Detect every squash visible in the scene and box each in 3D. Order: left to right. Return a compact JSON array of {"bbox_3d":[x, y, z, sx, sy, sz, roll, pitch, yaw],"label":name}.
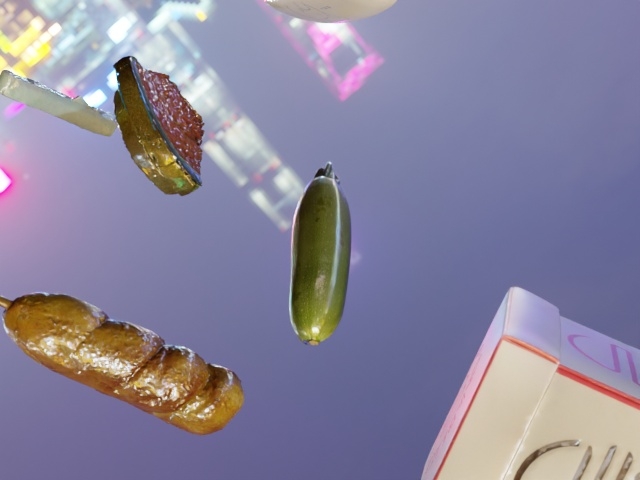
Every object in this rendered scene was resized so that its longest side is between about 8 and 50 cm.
[{"bbox_3d":[0.000,0.000,1.927,0.094,0.094,0.340,-27,-140,33],"label":"squash"}]

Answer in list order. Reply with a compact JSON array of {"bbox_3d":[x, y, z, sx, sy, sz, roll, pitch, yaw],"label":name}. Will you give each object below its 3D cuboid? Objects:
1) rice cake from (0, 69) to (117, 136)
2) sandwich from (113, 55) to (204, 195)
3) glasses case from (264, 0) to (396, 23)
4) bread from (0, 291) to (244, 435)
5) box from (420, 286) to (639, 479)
[{"bbox_3d":[-0.349,-0.185,1.803,0.042,0.180,0.030,-58,-142,12],"label":"rice cake"},{"bbox_3d":[-0.273,-0.193,2.221,0.079,0.235,0.159,-26,-159,26],"label":"sandwich"},{"bbox_3d":[0.009,-0.262,1.406,0.233,0.092,0.059,-167,-92,-69],"label":"glasses case"},{"bbox_3d":[-0.252,0.139,1.592,0.124,0.344,0.084,-44,-155,49],"label":"bread"},{"bbox_3d":[0.311,0.282,1.759,0.312,0.300,0.314,-45,159,-77],"label":"box"}]
